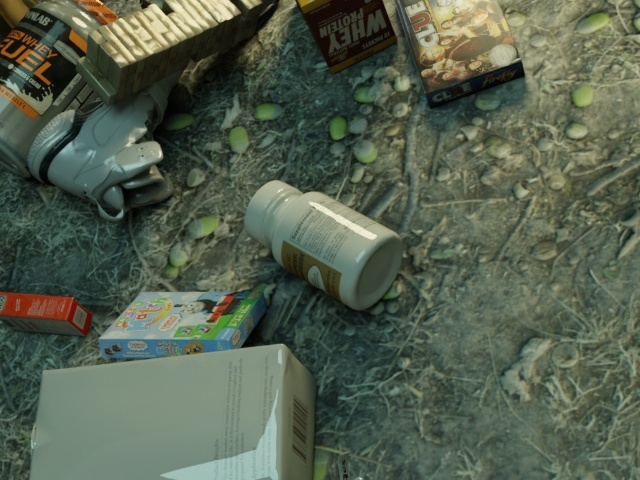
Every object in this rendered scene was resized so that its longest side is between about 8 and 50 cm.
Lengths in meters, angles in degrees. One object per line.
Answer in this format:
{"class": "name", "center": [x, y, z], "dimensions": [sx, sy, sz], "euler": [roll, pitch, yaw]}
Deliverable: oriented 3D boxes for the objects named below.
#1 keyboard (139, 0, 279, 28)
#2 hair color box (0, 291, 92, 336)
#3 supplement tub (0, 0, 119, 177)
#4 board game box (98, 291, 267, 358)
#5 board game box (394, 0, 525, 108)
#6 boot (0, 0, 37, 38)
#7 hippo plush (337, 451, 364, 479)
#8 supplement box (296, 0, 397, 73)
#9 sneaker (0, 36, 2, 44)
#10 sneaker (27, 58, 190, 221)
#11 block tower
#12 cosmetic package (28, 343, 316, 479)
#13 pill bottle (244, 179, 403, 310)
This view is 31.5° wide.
{"class": "keyboard", "center": [-0.234, -0.457, 2.116], "dimensions": [0.201, 0.033, 0.317], "euler": [-40, 57, -13]}
{"class": "hair color box", "center": [-0.452, 0.120, 1.847], "dimensions": [0.141, 0.072, 0.043], "euler": [2, 64, 19]}
{"class": "supplement tub", "center": [-0.489, -0.284, 2.009], "dimensions": [0.193, 0.193, 0.316], "euler": [27, 73, 29]}
{"class": "board game box", "center": [-0.207, 0.128, 1.730], "dimensions": [0.211, 0.039, 0.160], "euler": [-2, 23, 18]}
{"class": "board game box", "center": [0.225, -0.350, 1.895], "dimensions": [0.165, 0.042, 0.243], "euler": [-19, 58, 8]}
{"class": "boot", "center": [-0.598, -0.461, 2.096], "dimensions": [0.089, 0.269, 0.236], "euler": [-38, 58, -4]}
{"class": "hippo plush", "center": [0.123, 0.416, 1.436], "dimensions": [0.236, 0.234, 0.294], "euler": [5, 94, -9]}
{"class": "supplement box", "center": [0.018, -0.428, 1.918], "dimensions": [0.129, 0.191, 0.194], "euler": [-26, 58, 4]}
{"class": "sneaker", "center": [-0.684, -0.326, 2.146], "dimensions": [0.178, 0.124, 0.295], "euler": [-10, 58, 24]}
{"class": "sneaker", "center": [-0.303, -0.191, 1.938], "dimensions": [0.210, 0.137, 0.366], "euler": [36, 69, 19]}
{"class": "block tower", "center": [-0.243, -0.348, 1.909], "dimensions": [0.335, 0.097, 0.091], "euler": [-34, 74, -30]}
{"class": "cosmetic package", "center": [-0.211, 0.289, 1.628], "dimensions": [0.385, 0.156, 0.217], "euler": [-7, 60, 16]}
{"class": "pill bottle", "center": [0.000, 0.000, 1.726], "dimensions": [0.229, 0.131, 0.131], "euler": [30, 75, 30]}
